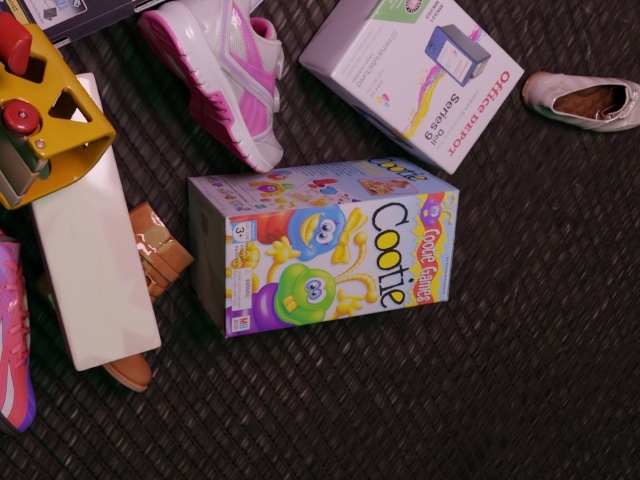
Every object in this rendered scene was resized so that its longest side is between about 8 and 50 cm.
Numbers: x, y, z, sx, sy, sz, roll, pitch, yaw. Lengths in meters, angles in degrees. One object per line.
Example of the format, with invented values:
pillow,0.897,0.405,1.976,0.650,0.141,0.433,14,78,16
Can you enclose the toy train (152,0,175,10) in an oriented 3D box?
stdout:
toy train,-0.158,-0.282,0.874,0.027,0.036,0.158,-11,115,-22

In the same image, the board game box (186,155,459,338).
board game box,0.000,0.000,1.005,0.275,0.144,0.142,-8,114,-22

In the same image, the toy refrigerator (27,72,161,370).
toy refrigerator,-0.233,-0.020,0.863,0.094,0.102,0.269,-16,99,-19

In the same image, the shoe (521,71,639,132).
shoe,0.367,-0.179,1.161,0.219,0.058,0.076,1,110,-27

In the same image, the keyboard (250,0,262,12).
keyboard,-0.121,-0.346,0.861,0.256,0.014,0.072,57,49,-31

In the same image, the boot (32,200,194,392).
boot,-0.202,0.066,0.978,0.152,0.073,0.197,-38,125,-12

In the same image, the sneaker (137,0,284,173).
sneaker,-0.079,-0.164,0.893,0.111,0.103,0.252,-44,150,-11

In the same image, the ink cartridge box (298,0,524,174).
ink cartridge box,0.107,-0.199,1.006,0.212,0.093,0.154,35,92,-34

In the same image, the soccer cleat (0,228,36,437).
soccer cleat,-0.341,0.061,0.890,0.116,0.108,0.318,-26,117,-19

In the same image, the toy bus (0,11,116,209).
toy bus,-0.261,-0.131,0.728,0.104,0.191,0.202,-33,131,-45

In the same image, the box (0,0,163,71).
box,-0.272,-0.361,0.722,0.318,0.097,0.395,-25,120,-1
